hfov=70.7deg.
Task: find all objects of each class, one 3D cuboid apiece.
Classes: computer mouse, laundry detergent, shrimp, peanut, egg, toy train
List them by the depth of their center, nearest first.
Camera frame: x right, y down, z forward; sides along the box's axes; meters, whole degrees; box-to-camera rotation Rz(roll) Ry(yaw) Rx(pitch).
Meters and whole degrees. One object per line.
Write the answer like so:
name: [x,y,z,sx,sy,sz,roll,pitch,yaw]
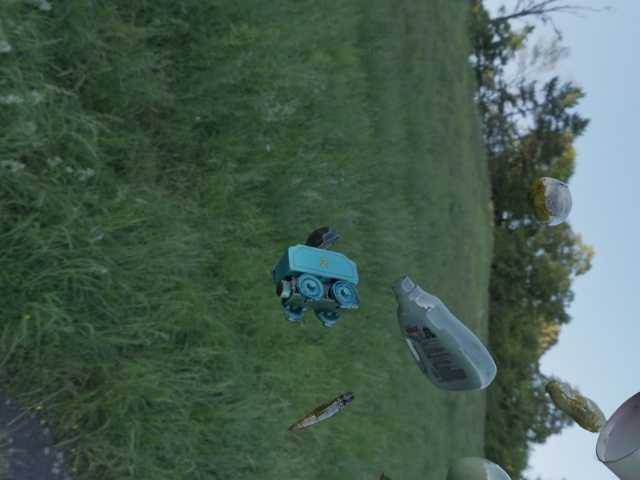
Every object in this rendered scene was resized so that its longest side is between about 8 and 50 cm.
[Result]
toy train: [-0.008,0.099,1.043,0.112,0.203,0.163,-50,-145,42]
peanut: [0.715,0.459,1.259,0.174,0.080,0.080,40,-14,33]
computer mouse: [0.000,0.000,1.416,0.062,0.106,0.192,54,-7,9]
laundry detergent: [0.349,0.293,1.440,0.125,0.264,0.397,-40,96,-35]
egg: [0.535,0.849,1.521,0.269,0.219,0.219,118,-34,-62]
shrimp: [0.008,0.681,1.774,0.058,0.296,0.169,61,-2,22]

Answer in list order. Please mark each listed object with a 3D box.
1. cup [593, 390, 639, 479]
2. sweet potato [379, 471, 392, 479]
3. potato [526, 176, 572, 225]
cup: [0.685,0.426,0.815,0.274,0.253,0.253,40,-1,16]
sweet potato: [0.179,0.528,0.826,0.274,0.067,0.067,39,-28,56]
potato: [0.520,-0.087,1.023,0.170,0.080,0.107,-3,100,-46]
